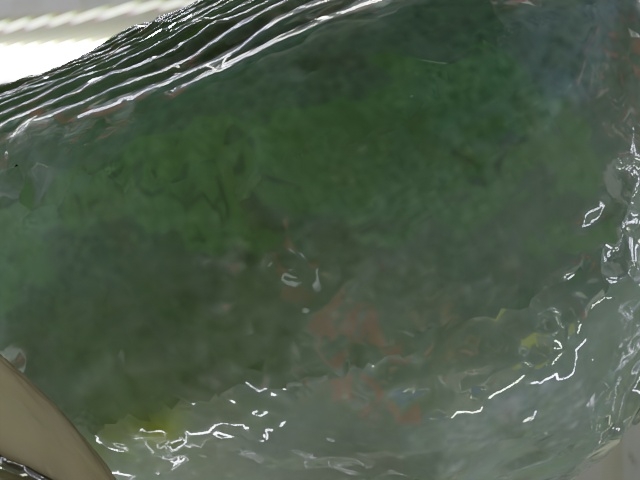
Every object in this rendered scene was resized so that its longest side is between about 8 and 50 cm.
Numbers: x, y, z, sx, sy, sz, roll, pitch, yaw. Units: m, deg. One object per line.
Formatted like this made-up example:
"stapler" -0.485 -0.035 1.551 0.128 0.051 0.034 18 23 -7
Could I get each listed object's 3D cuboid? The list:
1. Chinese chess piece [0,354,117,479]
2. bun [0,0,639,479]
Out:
"Chinese chess piece" -0.178 0.157 0.372 0.140 0.338 0.338 26 -120 41
"bun" 0.000 0.000 0.641 0.362 0.211 0.362 -20 -164 6
